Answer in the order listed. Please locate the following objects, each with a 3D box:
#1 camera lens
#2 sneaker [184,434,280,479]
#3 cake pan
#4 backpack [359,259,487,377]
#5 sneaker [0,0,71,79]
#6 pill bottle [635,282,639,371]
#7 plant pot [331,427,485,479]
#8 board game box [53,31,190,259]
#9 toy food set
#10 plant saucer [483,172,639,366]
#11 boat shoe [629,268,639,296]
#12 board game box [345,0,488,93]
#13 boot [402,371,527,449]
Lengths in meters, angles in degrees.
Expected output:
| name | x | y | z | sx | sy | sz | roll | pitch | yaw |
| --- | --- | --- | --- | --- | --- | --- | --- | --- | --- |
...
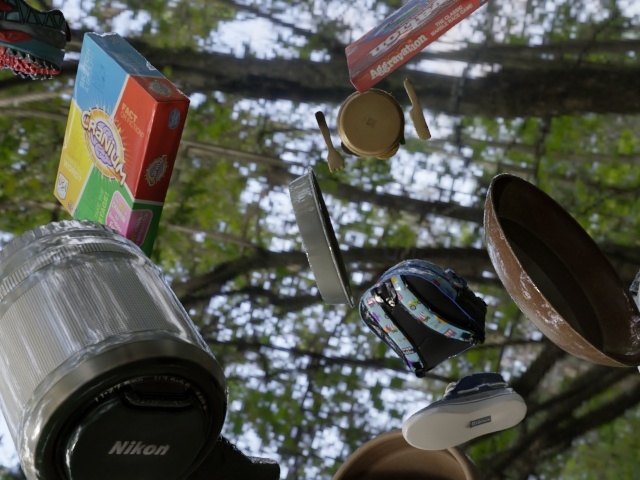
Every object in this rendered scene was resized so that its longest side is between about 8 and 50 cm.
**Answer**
| name | x | y | z | sx | sy | sz | roll | pitch | yaw |
| --- | --- | --- | --- | --- | --- | --- | --- | --- | --- |
| camera lens | -0.239 | 0.131 | 1.173 | 0.219 | 0.274 | 0.219 | -17 | -49 | -21 |
| sneaker | -0.175 | 0.386 | 1.890 | 0.286 | 0.109 | 0.130 | 7 | -83 | -46 |
| cake pan | 0.000 | 0.000 | 2.164 | 0.293 | 0.054 | 0.293 | -18 | -90 | -87 |
| backpack | 0.152 | 0.102 | 1.685 | 0.173 | 0.158 | 0.117 | 42 | -145 | -17 |
| sneaker | -0.500 | -0.337 | 1.629 | 0.261 | 0.104 | 0.125 | 23 | -112 | -21 |
| pill bottle | 0.460 | 0.096 | 1.325 | 0.283 | 0.161 | 0.161 | 65 | -136 | -65 |
| plant pot | 0.162 | 0.444 | 1.641 | 0.229 | 0.263 | 0.263 | 45 | -119 | -45 |
| board game box | -0.337 | -0.150 | 1.820 | 0.064 | 0.242 | 0.317 | -9 | -50 | -40 |
| toy food set | 0.091 | -0.207 | 1.976 | 0.038 | 0.192 | 0.133 | -145 | 37 | -86 |
| plant saucer | 0.200 | 0.031 | 0.930 | 0.036 | 0.199 | 0.198 | -42 | -11 | 28 |
| boat shoe | 0.599 | 0.108 | 1.836 | 0.080 | 0.223 | 0.073 | 28 | -79 | -28 |
| board game box | 0.152 | -0.293 | 1.358 | 0.027 | 0.281 | 0.145 | 50 | -165 | -21 |
| boot | 0.195 | 0.243 | 1.583 | 0.189 | 0.086 | 0.069 | -7 | -62 | -18 |
